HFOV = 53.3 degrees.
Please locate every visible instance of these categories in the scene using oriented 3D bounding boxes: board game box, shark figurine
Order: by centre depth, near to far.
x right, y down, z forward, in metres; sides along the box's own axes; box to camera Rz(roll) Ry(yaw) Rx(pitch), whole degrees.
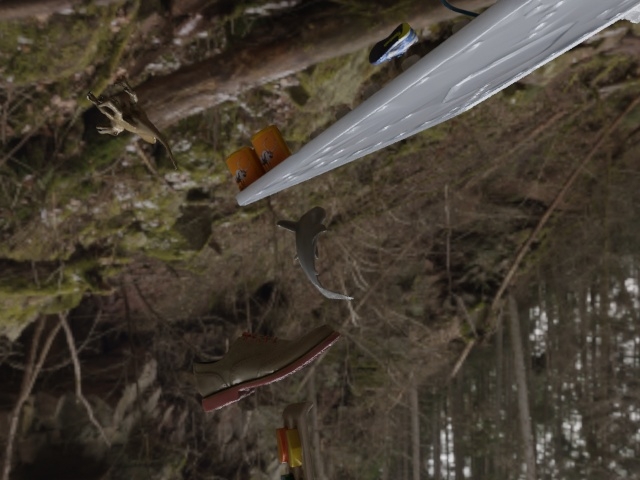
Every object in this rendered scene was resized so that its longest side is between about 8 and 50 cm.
[{"bbox_3d":[0.151,-0.174,0.565,0.390,0.050,0.390,-28,180,-40],"label":"board game box"},{"bbox_3d":[-0.009,0.019,1.615,0.166,0.278,0.116,11,150,-42],"label":"shark figurine"}]

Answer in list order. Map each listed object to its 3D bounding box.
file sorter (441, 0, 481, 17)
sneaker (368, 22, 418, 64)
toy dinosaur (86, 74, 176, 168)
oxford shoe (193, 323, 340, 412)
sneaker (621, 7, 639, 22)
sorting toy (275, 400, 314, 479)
[{"bbox_3d":[0.201,-0.327,0.661,0.105,0.118,0.170,8,150,-17],"label":"file sorter"},{"bbox_3d":[0.183,-0.483,1.603,0.059,0.053,0.144,15,148,-43],"label":"sneaker"},{"bbox_3d":[-0.232,-0.152,0.795,0.183,0.053,0.092,23,155,42],"label":"toy dinosaur"},{"bbox_3d":[-0.126,0.251,1.394,0.348,0.130,0.123,-27,171,6],"label":"oxford shoe"},{"bbox_3d":[0.388,-0.350,0.810,0.235,0.090,0.095,14,161,4],"label":"sneaker"},{"bbox_3d":[-0.041,0.366,1.017,0.038,0.208,0.193,0,165,-12],"label":"sorting toy"}]
